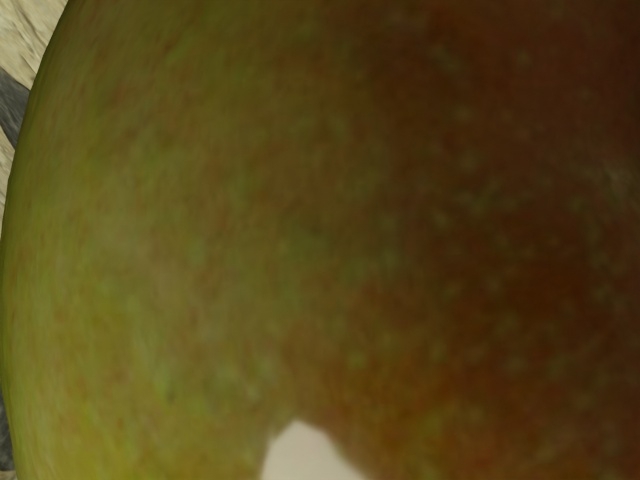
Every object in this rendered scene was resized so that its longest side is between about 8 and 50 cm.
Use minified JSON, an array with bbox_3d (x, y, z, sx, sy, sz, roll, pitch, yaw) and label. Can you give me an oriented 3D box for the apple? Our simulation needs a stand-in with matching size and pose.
[{"bbox_3d":[0.075,0.012,0.449,0.319,0.319,0.277,43,177,11],"label":"apple"}]
